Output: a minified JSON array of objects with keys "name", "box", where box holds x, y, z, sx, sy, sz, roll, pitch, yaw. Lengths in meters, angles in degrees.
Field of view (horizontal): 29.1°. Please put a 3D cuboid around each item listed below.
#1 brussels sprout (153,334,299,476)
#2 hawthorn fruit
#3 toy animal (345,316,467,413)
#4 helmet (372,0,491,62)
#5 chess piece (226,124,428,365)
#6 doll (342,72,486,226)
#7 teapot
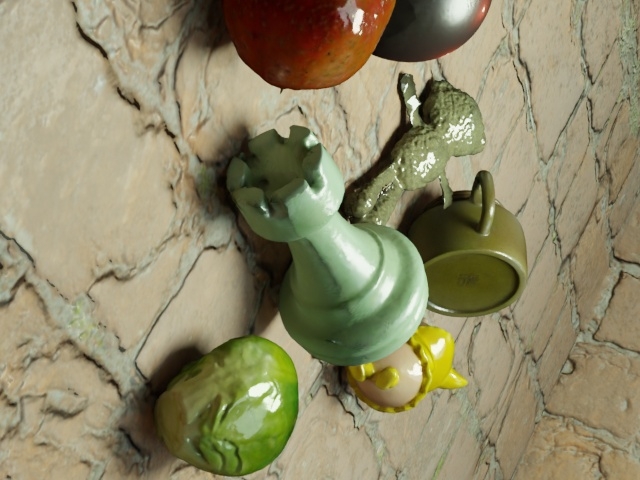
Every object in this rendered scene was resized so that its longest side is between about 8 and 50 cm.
[{"name":"brussels sprout","box":[-0.102,0.197,1.432,0.180,0.144,0.161,-21,149,-30]},{"name":"hawthorn fruit","box":[-0.015,-0.234,1.284,0.179,0.179,0.200,-46,158,-41]},{"name":"toy animal","box":[0.121,0.186,1.852,0.229,0.156,0.156,0,107,-61]},{"name":"helmet","box":[0.111,-0.311,1.480,0.216,0.193,0.189,-16,128,-24]},{"name":"chess piece","box":[0.000,0.000,1.473,0.195,0.194,0.299,-59,143,-23]},{"name":"doll","box":[0.141,-0.110,1.762,0.202,0.091,0.286,32,63,-30]},{"name":"teapot","box":[0.224,-0.007,1.896,0.268,0.185,0.175,105,-14,-51]}]
